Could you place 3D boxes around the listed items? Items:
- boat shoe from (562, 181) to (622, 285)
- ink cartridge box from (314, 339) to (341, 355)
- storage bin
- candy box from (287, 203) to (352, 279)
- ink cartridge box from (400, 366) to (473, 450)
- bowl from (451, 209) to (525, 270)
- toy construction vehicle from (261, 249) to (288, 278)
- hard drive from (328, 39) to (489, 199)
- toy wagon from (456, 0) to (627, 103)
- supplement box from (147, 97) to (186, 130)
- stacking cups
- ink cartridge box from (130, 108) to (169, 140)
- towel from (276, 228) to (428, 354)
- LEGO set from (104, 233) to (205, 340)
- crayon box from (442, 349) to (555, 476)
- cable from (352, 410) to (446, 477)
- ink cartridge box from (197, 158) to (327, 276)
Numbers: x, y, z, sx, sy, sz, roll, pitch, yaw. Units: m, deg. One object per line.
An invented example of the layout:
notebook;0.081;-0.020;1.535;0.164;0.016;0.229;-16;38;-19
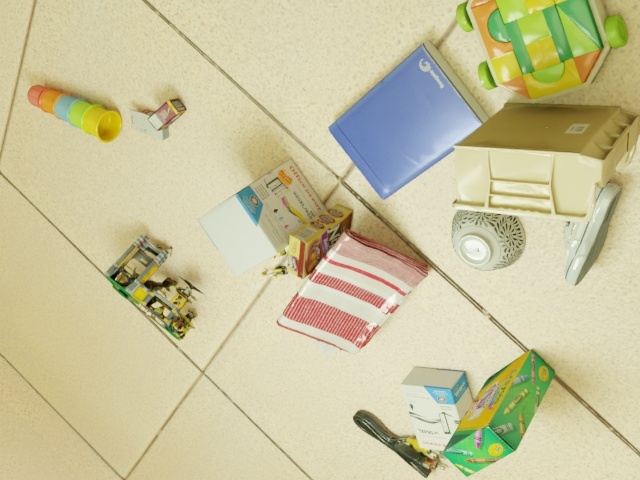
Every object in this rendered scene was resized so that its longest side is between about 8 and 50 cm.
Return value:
boat shoe;0.518;-0.021;1.491;0.076;0.083;0.226;32;121;32
ink cartridge box;0.021;0.202;1.993;0.127;0.072;0.175;-29;99;44
storage bin;0.405;-0.149;1.356;0.261;0.262;0.123;9;120;32
candy box;0.000;0.000;1.802;0.053;0.187;0.109;26;131;26
ink cartridge box;0.306;0.431;1.917;0.148;0.086;0.203;-3;114;38
bowl;0.344;0.004;1.623;0.170;0.080;0.170;18;126;27
toy construction vehicle;-0.131;0.061;2.043;0.098;0.035;0.085;-4;114;38
hard drive;0.180;-0.245;1.615;0.210;0.040;0.319;52;134;-2
toy wagon;0.370;-0.420;1.343;0.267;0.068;0.344;-13;109;41
supplement box;-0.398;-0.327;1.966;0.083;0.055;0.043;-36;93;23
stacking cups;-0.710;-0.371;2.175;0.316;0.096;0.096;24;129;28
ink cartridge box;-0.464;-0.319;2.056;0.115;0.029;0.062;23;129;25
towel;0.072;0.134;1.808;0.237;0.037;0.329;24;123;-20
LEGO set;-0.477;0.130;2.288;0.331;0.192;0.255;33;162;19
crayon box;0.399;0.380;1.681;0.081;0.278;0.165;45;134;4
cable;0.223;0.560;2.104;0.287;0.072;0.139;26;148;37
ink cartridge box;-0.135;-0.058;1.835;0.168;0.233;0.171;-29;97;42
